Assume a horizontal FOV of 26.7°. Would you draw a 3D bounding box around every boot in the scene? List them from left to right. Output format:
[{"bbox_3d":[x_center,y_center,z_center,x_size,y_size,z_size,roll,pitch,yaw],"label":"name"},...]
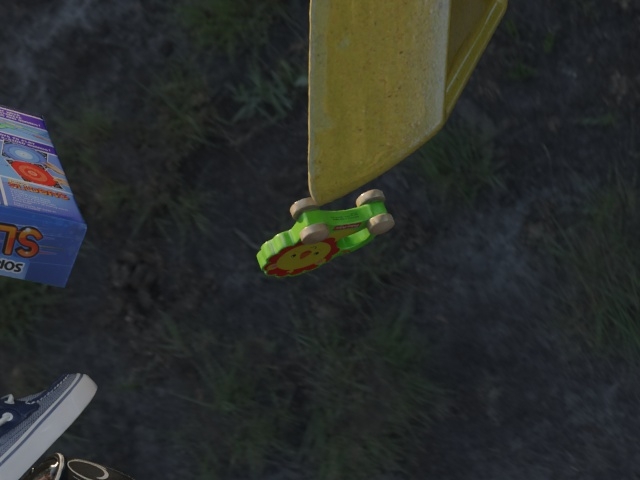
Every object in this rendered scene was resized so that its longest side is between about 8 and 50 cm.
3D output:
[{"bbox_3d":[-0.228,0.125,0.921,0.086,0.190,0.069,44,120,-3],"label":"boot"}]

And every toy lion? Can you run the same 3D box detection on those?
[{"bbox_3d":[0.000,0.000,1.121,0.100,0.096,0.034,-9,63,-27],"label":"toy lion"}]

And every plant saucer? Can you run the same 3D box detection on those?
[{"bbox_3d":[0.078,-0.232,0.922,0.081,0.333,0.332,9,122,15],"label":"plant saucer"}]

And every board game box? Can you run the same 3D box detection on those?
[{"bbox_3d":[-0.215,-0.043,0.607,0.035,0.201,0.136,-67,27,18],"label":"board game box"}]

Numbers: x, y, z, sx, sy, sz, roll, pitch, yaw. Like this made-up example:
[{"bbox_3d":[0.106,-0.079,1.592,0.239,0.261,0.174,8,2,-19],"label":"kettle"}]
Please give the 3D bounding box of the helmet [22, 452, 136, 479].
[{"bbox_3d":[-0.195,0.277,1.153,0.161,0.169,0.169,39,91,-16],"label":"helmet"}]
